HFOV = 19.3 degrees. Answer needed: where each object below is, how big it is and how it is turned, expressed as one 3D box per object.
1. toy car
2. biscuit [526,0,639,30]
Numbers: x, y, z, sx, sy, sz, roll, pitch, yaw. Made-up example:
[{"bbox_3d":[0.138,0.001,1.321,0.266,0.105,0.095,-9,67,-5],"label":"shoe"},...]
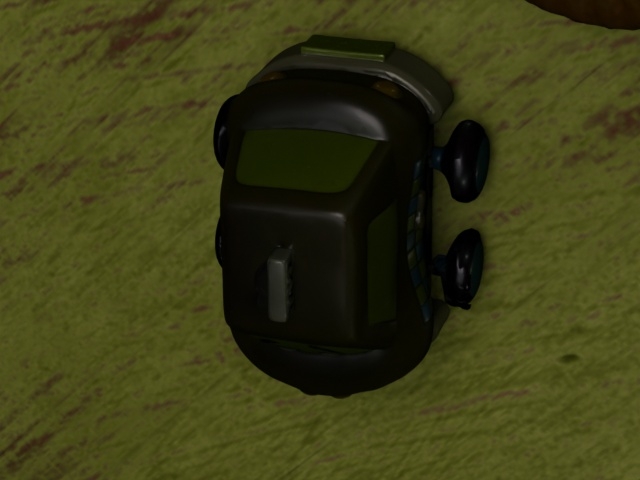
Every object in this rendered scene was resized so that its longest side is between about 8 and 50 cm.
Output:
[{"bbox_3d":[0.000,0.000,1.320,0.204,0.198,0.248,8,118,17],"label":"toy car"},{"bbox_3d":[0.119,-0.251,1.050,0.318,0.040,0.318,35,156,19],"label":"biscuit"}]
